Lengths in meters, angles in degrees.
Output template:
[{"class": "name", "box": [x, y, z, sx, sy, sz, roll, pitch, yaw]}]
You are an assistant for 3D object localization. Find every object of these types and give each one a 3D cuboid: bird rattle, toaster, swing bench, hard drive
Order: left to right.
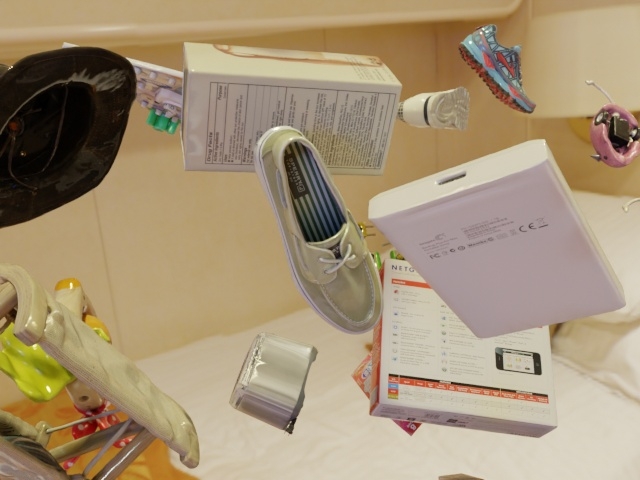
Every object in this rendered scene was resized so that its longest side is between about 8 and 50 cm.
[{"class": "swing bench", "box": [-0.302, 0.173, 0.680, 0.255, 0.253, 0.165, -33, 38, 0]}, {"class": "bird rattle", "box": [-0.312, 0.167, 0.911, 0.143, 0.253, 0.207, -17, 46, -1]}, {"class": "toaster", "box": [-0.106, 0.310, 1.483, 0.147, 0.129, 0.227, 22, 47, -4]}, {"class": "hard drive", "box": [0.222, 0.018, 0.812, 0.203, 0.307, 0.040, -18, 48, 29]}]

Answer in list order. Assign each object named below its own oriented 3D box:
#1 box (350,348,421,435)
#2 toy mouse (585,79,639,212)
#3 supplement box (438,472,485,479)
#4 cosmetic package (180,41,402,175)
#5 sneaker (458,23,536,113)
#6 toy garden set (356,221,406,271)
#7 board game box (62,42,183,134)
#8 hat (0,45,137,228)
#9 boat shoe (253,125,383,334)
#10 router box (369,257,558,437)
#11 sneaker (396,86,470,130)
[{"class": "box", "box": [0.168, 0.312, 1.486, 0.128, 0.123, 0.257, -48, 5, -4]}, {"class": "toy mouse", "box": [0.262, -0.058, 0.546, 0.143, 0.161, 0.031, -48, -2, -33]}, {"class": "supplement box", "box": [0.188, 0.340, 0.877, 0.036, 0.062, 0.098, -6, -13, -8]}, {"class": "cosmetic package", "box": [-0.050, -0.189, 0.981, 0.296, 0.153, 0.129, 1, 34, -17]}, {"class": "sneaker", "box": [0.476, -0.435, 1.707, 0.125, 0.262, 0.104, -44, 16, 7]}, {"class": "toy garden set", "box": [0.155, 0.027, 1.618, 0.244, 0.049, 0.203, -5, 54, -3]}, {"class": "board game box", "box": [-0.306, -0.284, 1.477, 0.390, 0.050, 0.390, 18, -6, 22]}, {"class": "hat", "box": [-0.425, -0.168, 0.964, 0.134, 0.331, 0.331, 36, 30, 13]}, {"class": "boat shoe", "box": [0.000, 0.000, 0.858, 0.109, 0.302, 0.094, -30, 18, -6]}, {"class": "router box", "box": [0.272, 0.204, 1.304, 0.336, 0.082, 0.301, 9, 59, -4]}, {"class": "sneaker", "box": [0.235, -0.267, 1.377, 0.095, 0.090, 0.235, 2, 6, 33]}]
